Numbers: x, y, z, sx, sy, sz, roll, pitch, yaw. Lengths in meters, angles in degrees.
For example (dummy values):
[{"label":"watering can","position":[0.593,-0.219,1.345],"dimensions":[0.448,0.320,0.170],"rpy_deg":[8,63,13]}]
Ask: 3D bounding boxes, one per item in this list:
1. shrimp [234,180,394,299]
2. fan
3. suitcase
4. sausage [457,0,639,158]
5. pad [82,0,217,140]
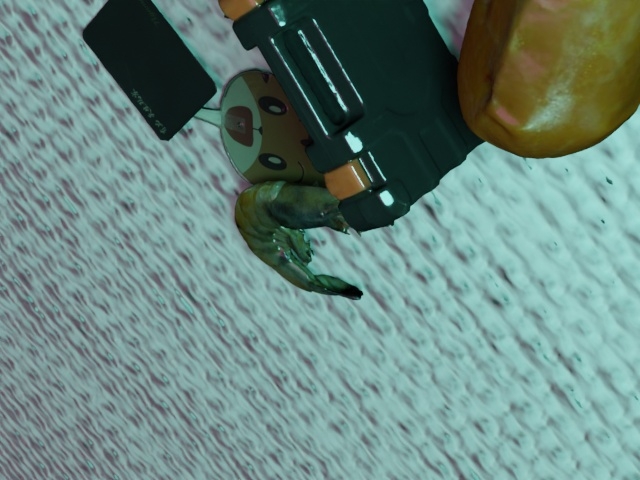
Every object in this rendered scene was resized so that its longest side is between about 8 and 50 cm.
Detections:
[{"label":"shrimp","position":[0.000,0.000,1.378],"dimensions":[0.217,0.051,0.150],"rpy_deg":[2,125,41]},{"label":"fan","position":[-0.086,-0.123,1.386],"dimensions":[0.226,0.008,0.153],"rpy_deg":[18,126,23]},{"label":"suitcase","position":[0.029,-0.171,1.156],"dimensions":[0.066,0.206,0.286],"rpy_deg":[-22,103,44]},{"label":"sausage","position":[0.207,-0.189,1.067],"dimensions":[0.141,0.153,0.268],"rpy_deg":[5,129,-18]},{"label":"pad","position":[-0.187,-0.194,1.404],"dimensions":[0.157,0.003,0.112],"rpy_deg":[52,129,1]}]
